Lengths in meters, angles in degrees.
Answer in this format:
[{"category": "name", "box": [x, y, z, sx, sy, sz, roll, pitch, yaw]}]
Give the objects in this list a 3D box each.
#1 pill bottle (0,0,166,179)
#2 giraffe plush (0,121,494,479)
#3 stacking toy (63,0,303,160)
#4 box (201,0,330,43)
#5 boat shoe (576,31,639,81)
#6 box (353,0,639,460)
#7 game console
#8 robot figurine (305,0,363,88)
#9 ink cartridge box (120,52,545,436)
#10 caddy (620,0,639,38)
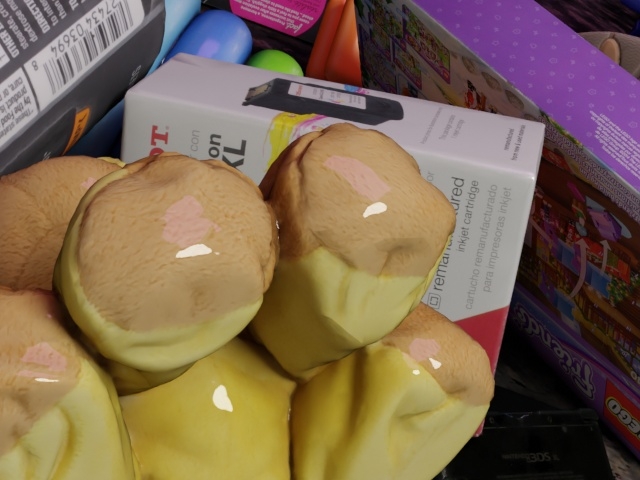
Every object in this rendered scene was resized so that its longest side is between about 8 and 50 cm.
[{"category": "pill bottle", "box": [-0.175, -0.049, 0.464, 0.130, 0.130, 0.246, 32, 49, 7]}, {"category": "giraffe plush", "box": [-0.058, 0.036, 0.423, 0.181, 0.210, 0.170, -15, 38, -22]}, {"category": "stacking toy", "box": [-0.040, -0.048, 0.667, 0.330, 0.141, 0.141, 33, 25, -5]}, {"category": "box", "box": [0.000, -0.271, 1.056, 0.247, 0.163, 0.142, 16, 29, -24]}, {"category": "boat shoe", "box": [0.289, -0.100, 0.986, 0.324, 0.123, 0.116, 7, -1, 37]}, {"category": "box", "box": [0.123, -0.031, 0.704, 0.057, 0.201, 0.293, -28, 52, -17]}, {"category": "game console", "box": [0.077, 0.111, 0.605, 0.122, 0.071, 0.107, 5, 64, -38]}, {"category": "robot figurine", "box": [0.102, -0.115, 0.914, 0.219, 0.158, 0.128, 18, 50, -19]}, {"category": "ink cartridge box", "box": [0.000, 0.000, 0.548, 0.175, 0.128, 0.072, 12, 25, 9]}, {"category": "caddy", "box": [0.375, -0.186, 1.188, 0.179, 0.241, 0.341, 30, 26, 13]}]
